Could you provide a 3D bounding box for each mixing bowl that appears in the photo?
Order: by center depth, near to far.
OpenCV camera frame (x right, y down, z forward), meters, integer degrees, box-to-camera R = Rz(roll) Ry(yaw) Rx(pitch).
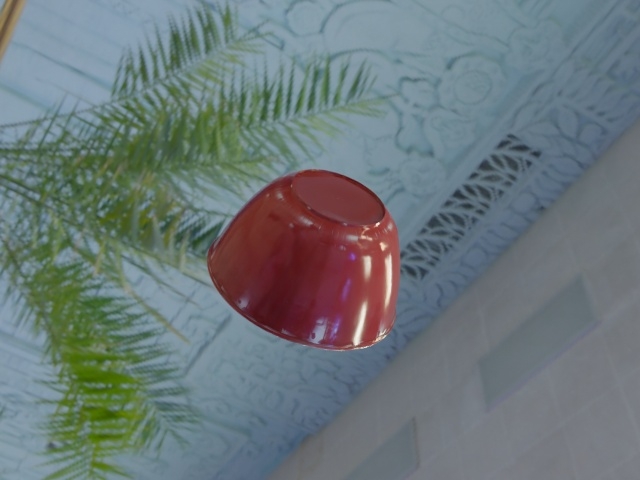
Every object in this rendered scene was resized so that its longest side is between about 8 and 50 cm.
[{"bbox_3d":[0.000,0.000,0.708,0.181,0.182,0.098,-92,-159,-58],"label":"mixing bowl"}]
